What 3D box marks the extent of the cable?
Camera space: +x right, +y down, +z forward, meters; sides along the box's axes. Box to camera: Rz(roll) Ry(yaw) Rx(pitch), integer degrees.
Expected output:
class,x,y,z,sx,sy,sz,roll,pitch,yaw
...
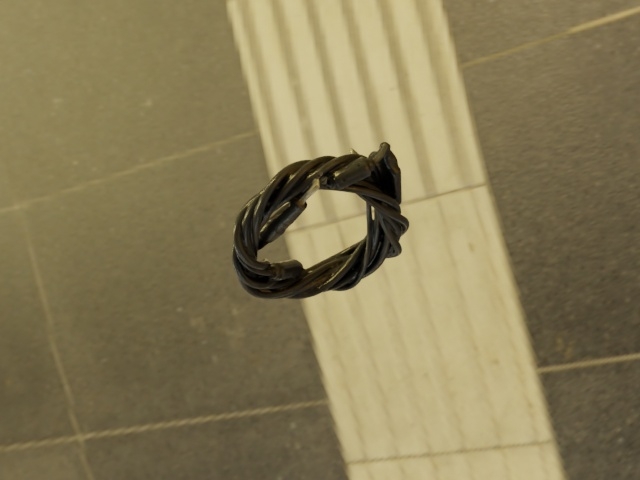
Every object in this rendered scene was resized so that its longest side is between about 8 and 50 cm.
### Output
class,x,y,z,sx,sy,sz,roll,pitch,yaw
cable,0.000,0.000,1.122,0.047,0.151,0.184,55,163,28
